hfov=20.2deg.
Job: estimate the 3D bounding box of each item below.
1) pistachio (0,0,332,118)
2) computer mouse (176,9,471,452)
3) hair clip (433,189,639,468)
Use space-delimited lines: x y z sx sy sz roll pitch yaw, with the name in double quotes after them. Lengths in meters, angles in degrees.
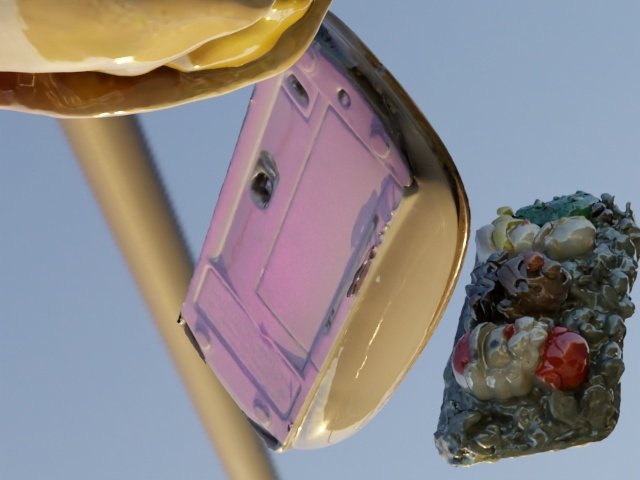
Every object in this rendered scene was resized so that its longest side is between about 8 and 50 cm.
-0.088 -0.113 0.507 0.145 0.201 0.117 -68 -25 -8 "pistachio"
0.000 0.000 1.016 0.072 0.158 0.310 -25 -26 -32 "computer mouse"
0.154 0.036 1.273 0.321 0.138 0.091 -69 -37 -59 "hair clip"
